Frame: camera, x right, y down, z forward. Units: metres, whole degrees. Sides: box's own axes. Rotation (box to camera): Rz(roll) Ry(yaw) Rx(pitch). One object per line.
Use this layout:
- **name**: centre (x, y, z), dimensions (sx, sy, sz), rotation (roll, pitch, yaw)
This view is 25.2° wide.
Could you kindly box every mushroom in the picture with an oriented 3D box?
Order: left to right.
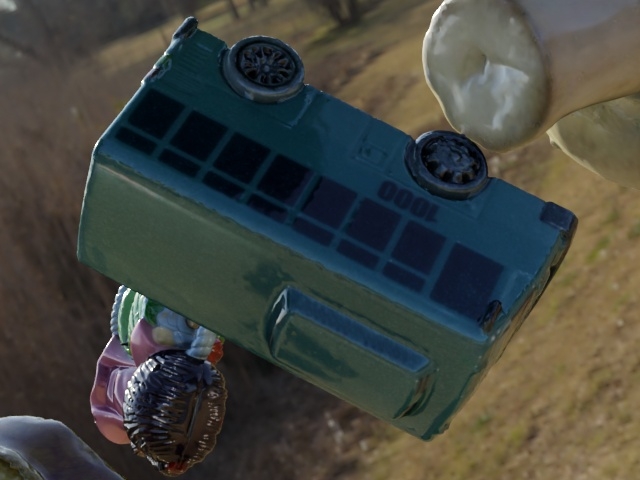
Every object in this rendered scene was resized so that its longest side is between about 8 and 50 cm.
- **mushroom**: centre (0.237, -0.161, 0.993), dimensions (0.356, 0.315, 0.315), rotation (-40, 12, -2)

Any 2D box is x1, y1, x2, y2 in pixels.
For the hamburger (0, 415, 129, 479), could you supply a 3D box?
- **hamburger**: centre (-0.240, 0.259, 1.149), dimensions (0.211, 0.309, 0.132), rotation (-45, -13, -3)

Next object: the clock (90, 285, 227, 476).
- **clock**: centre (-0.146, 0.119, 1.365), dimensions (0.100, 0.194, 0.195), rotation (13, 0, -24)

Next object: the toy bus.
- **toy bus**: centre (0.000, 0.000, 0.817), dimensions (0.147, 0.256, 0.128), rotation (-58, -7, -38)
